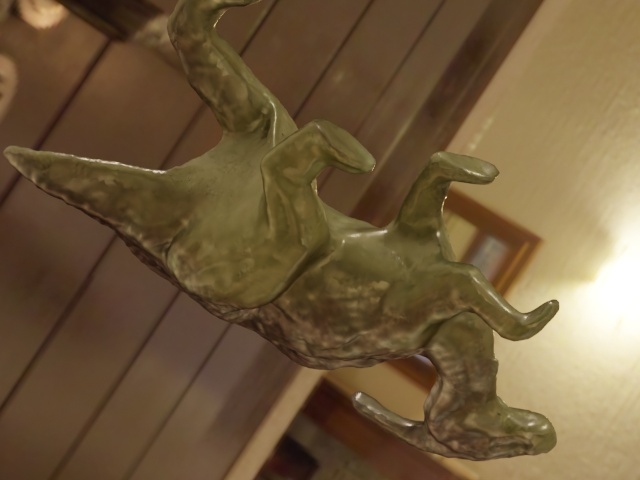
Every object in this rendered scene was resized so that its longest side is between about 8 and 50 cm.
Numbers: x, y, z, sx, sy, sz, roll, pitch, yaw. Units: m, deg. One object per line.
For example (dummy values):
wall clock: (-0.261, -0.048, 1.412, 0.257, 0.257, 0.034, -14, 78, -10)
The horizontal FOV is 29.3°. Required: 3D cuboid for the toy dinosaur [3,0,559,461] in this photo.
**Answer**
toy dinosaur: (-0.002, 0.005, 0.568, 0.294, 0.162, 0.077, 39, 40, 4)
